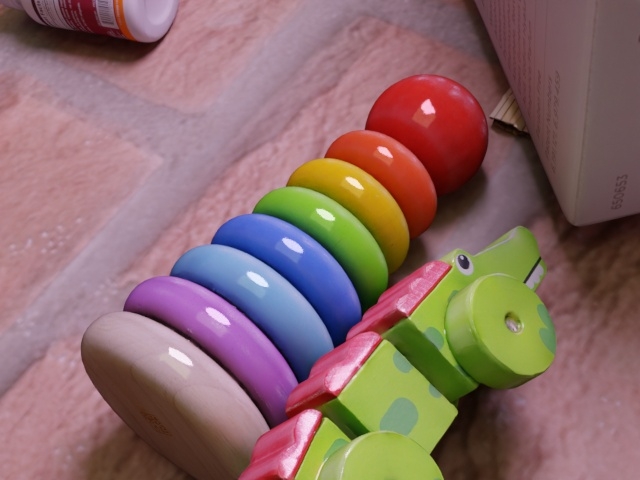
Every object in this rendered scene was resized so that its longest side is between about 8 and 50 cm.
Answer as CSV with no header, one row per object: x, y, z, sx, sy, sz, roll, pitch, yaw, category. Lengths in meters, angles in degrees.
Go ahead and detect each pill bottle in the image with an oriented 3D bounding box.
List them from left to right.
-0.207,-0.226,0.908,0.152,0.086,0.086,13,59,18,pill bottle

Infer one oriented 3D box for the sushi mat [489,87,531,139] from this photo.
0.274,-0.177,0.831,0.151,0.019,0.316,24,63,25,sushi mat

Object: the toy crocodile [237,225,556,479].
0.034,0.092,0.584,0.105,0.115,0.340,47,50,-3,toy crocodile

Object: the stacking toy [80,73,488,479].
0.000,0.000,0.692,0.141,0.141,0.330,27,60,26,stacking toy

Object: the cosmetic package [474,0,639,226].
0.268,-0.281,0.692,0.330,0.327,0.393,-13,53,0,cosmetic package
